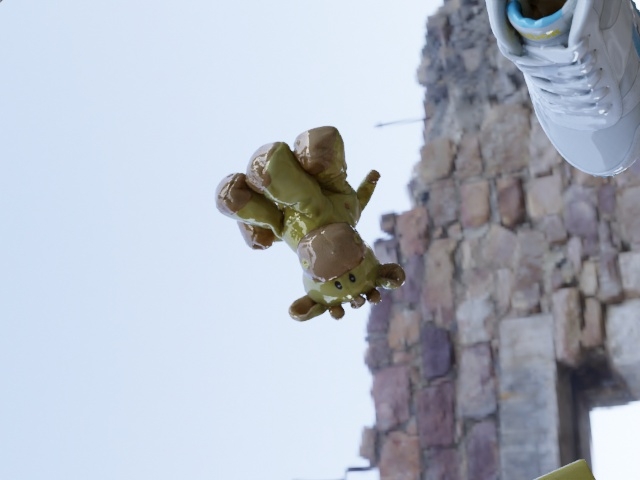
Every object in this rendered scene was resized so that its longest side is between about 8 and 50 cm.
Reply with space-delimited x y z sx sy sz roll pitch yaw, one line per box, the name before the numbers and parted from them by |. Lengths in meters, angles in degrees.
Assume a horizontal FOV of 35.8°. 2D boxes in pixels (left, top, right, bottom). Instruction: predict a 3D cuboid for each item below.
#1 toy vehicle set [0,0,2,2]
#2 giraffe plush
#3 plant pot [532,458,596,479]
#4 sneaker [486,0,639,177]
toy vehicle set | -0.469 -0.320 1.105 0.166 0.035 0.267 -52 -24 -18
giraffe plush | 0.000 0.000 1.127 0.210 0.181 0.171 28 -147 -49
plant pot | 0.143 0.206 0.652 0.081 0.083 0.081 112 141 -49
sneaker | 0.141 -0.122 0.577 0.092 0.087 0.229 -54 -44 -34
